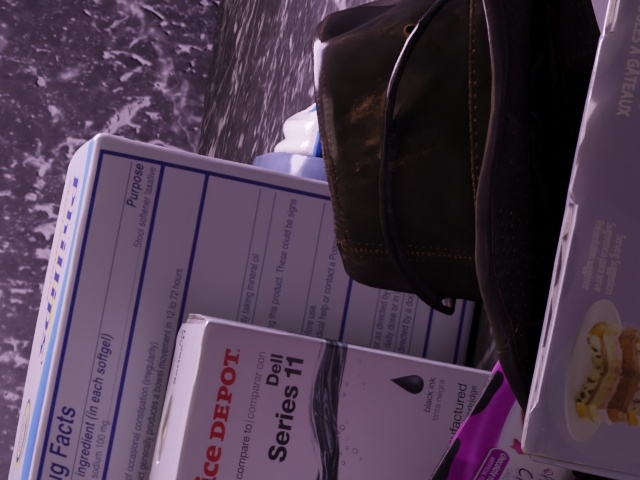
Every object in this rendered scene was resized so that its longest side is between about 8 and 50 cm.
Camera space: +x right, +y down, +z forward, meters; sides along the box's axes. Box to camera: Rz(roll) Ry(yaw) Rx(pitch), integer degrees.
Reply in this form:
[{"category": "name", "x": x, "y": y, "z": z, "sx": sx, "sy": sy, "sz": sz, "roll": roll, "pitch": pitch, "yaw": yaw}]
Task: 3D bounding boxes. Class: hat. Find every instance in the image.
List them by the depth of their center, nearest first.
[{"category": "hat", "x": 0.064, "y": -0.062, "z": 0.898, "sx": 0.331, "sy": 0.134, "sz": 0.331, "roll": 0, "pitch": -90, "yaw": -73}]

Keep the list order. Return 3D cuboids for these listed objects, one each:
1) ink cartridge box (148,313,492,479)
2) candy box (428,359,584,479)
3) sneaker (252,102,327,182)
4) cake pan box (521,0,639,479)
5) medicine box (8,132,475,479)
[{"category": "ink cartridge box", "x": 0.004, "y": 0.139, "z": 1.117, "sx": 0.087, "sy": 0.208, "sz": 0.153, "roll": 171, "pitch": 110, "yaw": -77}, {"category": "candy box", "x": 0.068, "y": 0.202, "z": 0.951, "sx": 0.159, "sy": 0.071, "sz": 0.233, "roll": -49, "pitch": -18, "yaw": -55}, {"category": "sneaker", "x": 0.001, "y": 0.000, "z": 1.460, "sx": 0.323, "sy": 0.130, "sz": 0.236, "roll": -90, "pitch": 11, "yaw": -64}, {"category": "cake pan box", "x": 0.147, "y": -0.038, "z": 0.746, "sx": 0.246, "sy": 0.070, "sz": 0.267, "roll": 22, "pitch": -100, "yaw": -80}, {"category": "medicine box", "x": -0.054, "y": 0.087, "z": 1.241, "sx": 0.149, "sy": 0.289, "sz": 0.263, "roll": 163, "pitch": 118, "yaw": -77}]
